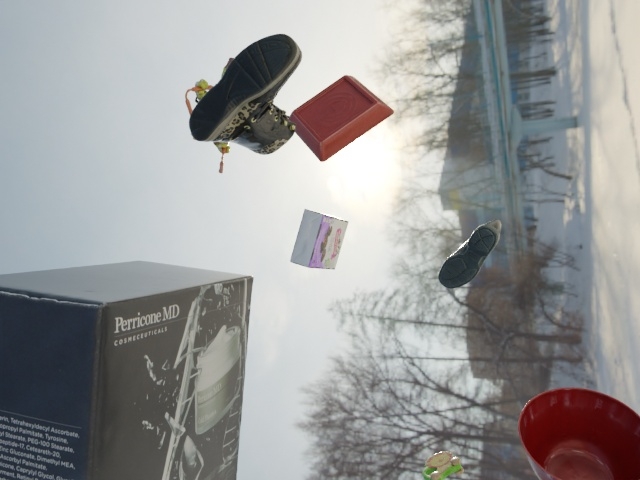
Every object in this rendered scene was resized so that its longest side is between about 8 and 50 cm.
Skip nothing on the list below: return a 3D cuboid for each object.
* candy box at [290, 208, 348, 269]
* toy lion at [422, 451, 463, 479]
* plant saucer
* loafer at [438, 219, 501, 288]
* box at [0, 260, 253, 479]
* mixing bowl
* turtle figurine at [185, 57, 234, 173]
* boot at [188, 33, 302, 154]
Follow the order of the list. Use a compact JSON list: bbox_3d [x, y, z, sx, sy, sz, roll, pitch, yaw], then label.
[{"bbox_3d":[0.000,0.000,1.825,0.196,0.070,0.165,9,-83,-65],"label":"candy box"},{"bbox_3d":[0.274,0.524,1.380,0.100,0.096,0.034,-24,-83,-27],"label":"toy lion"},{"bbox_3d":[0.046,-0.379,1.768,0.259,0.258,0.048,54,178,42],"label":"plant saucer"},{"bbox_3d":[0.447,0.043,1.755,0.084,0.096,0.268,-37,-15,-45],"label":"loafer"},{"bbox_3d":[-0.355,0.292,1.031,0.480,0.297,0.473,-6,-80,-72],"label":"box"},{"bbox_3d":[0.380,0.314,0.872,0.181,0.181,0.098,-61,-30,-52],"label":"mixing bowl"},{"bbox_3d":[-0.240,-0.299,1.380,0.217,0.087,0.270,-61,-24,-25],"label":"turtle figurine"},{"bbox_3d":[-0.092,-0.240,1.029,0.178,0.236,0.085,9,-131,-58],"label":"boot"}]
